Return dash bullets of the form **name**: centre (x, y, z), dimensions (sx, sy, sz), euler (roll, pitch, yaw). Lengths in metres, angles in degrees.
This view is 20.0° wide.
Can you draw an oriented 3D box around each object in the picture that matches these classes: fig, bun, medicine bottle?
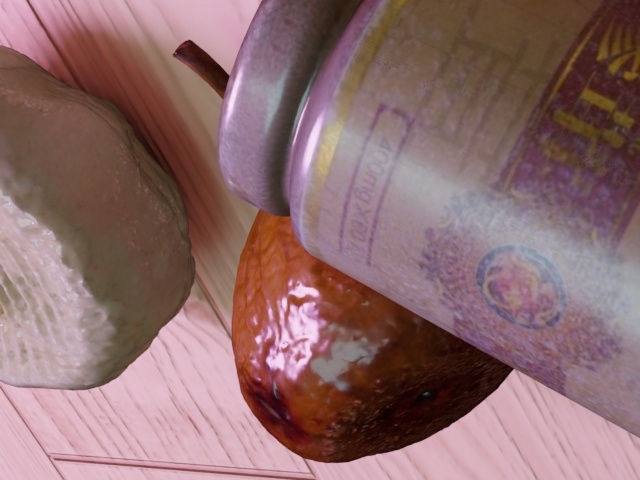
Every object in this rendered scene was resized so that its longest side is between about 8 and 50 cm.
- **fig**: centre (0.000, 0.000, 0.833), dimensions (0.201, 0.133, 0.146), euler (51, 118, 21)
- **bun**: centre (-0.154, -0.019, 0.932), dimensions (0.195, 0.118, 0.195), euler (21, 144, 17)
- **medicine bottle**: centre (0.131, -0.005, 0.659), dimensions (0.322, 0.151, 0.151), euler (29, 142, 15)
